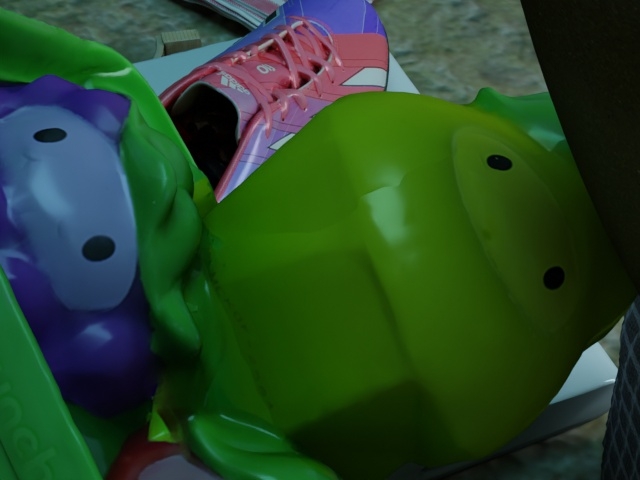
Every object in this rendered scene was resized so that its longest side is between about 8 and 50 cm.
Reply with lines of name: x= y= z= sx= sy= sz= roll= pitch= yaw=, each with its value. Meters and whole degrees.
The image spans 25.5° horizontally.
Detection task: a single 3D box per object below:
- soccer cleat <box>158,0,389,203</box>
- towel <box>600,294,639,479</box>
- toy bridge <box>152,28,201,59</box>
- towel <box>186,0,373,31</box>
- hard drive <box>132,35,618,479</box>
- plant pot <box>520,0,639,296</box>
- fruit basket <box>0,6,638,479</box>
soccer cleat: x=-0.040 y=-0.075 z=0.856 sx=0.109 sy=0.116 sz=0.318 roll=24 pitch=51 yaw=14
towel: x=0.222 y=0.126 z=0.678 sx=0.121 sy=0.235 sz=0.283 roll=-6 pitch=43 yaw=-6
toy bridge: x=-0.103 y=-0.089 z=1.031 sx=0.063 sy=0.026 sz=0.188 roll=-7 pitch=44 yaw=-11
towel: x=-0.017 y=-0.225 z=1.185 sx=0.144 sy=0.029 sz=0.197 roll=31 pitch=47 yaw=26
hard drive: x=0.000 y=0.000 z=0.906 sx=0.233 sy=0.047 sz=0.353 roll=-17 pitch=53 yaw=-20
plant pot: x=0.187 y=-0.054 z=0.520 sx=0.237 sy=0.254 sz=0.237 roll=-7 pitch=46 yaw=7
fruit basket: x=-0.026 y=0.050 z=0.600 sx=0.392 sy=0.392 sz=0.283 roll=20 pitch=6 yaw=17
